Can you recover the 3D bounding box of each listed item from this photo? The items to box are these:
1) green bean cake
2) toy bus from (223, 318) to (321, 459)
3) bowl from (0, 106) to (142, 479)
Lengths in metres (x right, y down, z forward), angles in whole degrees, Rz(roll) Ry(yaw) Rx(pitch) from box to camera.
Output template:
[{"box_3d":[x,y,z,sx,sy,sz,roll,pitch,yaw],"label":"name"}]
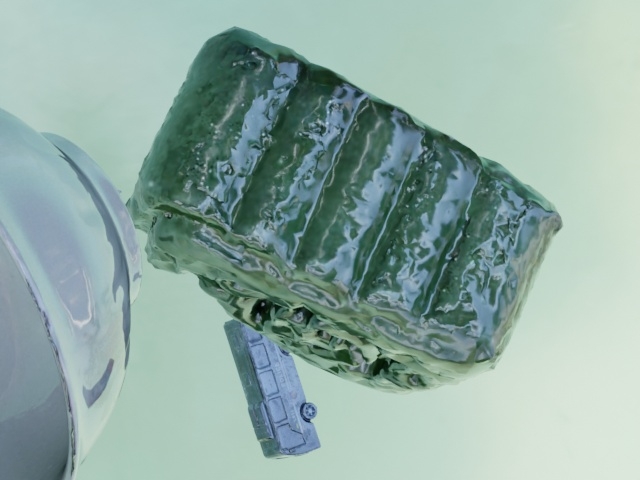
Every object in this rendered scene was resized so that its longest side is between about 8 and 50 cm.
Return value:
[{"box_3d":[0.000,0.000,1.107,0.300,0.308,0.169,27,76,-4],"label":"green bean cake"},{"box_3d":[-0.053,0.157,1.509,0.065,0.047,0.166,-14,84,-37],"label":"toy bus"},{"box_3d":[-0.126,0.011,0.537,0.086,0.189,0.189,-31,112,-39],"label":"bowl"}]
